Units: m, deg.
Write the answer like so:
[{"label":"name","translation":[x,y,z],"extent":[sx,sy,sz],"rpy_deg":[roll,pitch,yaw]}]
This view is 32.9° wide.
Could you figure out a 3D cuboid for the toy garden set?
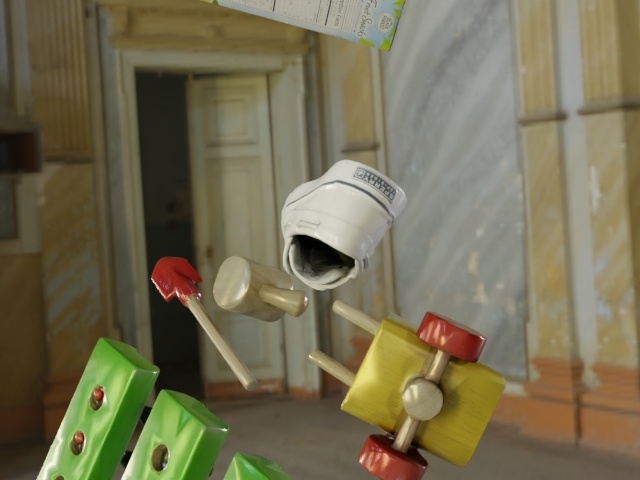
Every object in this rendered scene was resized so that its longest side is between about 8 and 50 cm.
[{"label":"toy garden set","translation":[-0.031,0.101,0.510],"extent":[0.049,0.203,0.244],"rpy_deg":[21,5,-43]}]

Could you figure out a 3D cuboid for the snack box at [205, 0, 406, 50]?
[{"label":"snack box","translation":[-0.020,-0.260,0.872],"extent":[0.207,0.174,0.070],"rpy_deg":[15,-30,1]}]

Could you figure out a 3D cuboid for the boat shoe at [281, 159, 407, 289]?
[{"label":"boat shoe","translation":[0.000,0.000,0.973],"extent":[0.095,0.084,0.258],"rpy_deg":[30,-16,0]}]
